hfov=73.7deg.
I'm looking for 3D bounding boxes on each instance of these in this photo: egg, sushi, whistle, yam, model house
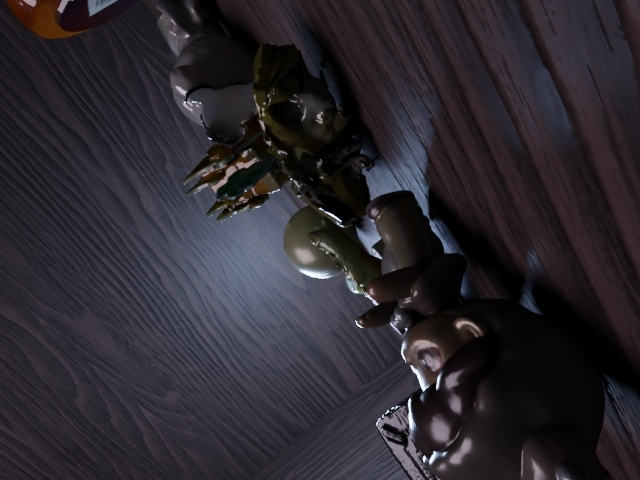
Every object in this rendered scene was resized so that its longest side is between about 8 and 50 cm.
[{"bbox_3d":[0.000,0.000,1.252,0.219,0.219,0.269,52,175,-9],"label":"egg"},{"bbox_3d":[-0.007,-0.150,0.613,0.291,0.131,0.139,46,-155,-44],"label":"sushi"},{"bbox_3d":[0.146,0.101,1.572,0.123,0.122,0.223,-145,37,-80],"label":"whistle"},{"bbox_3d":[-0.002,-0.115,1.139,0.083,0.083,0.371,53,173,-27],"label":"yam"},{"bbox_3d":[-0.153,-0.145,1.040,0.243,0.312,0.358,51,177,-32],"label":"model house"}]

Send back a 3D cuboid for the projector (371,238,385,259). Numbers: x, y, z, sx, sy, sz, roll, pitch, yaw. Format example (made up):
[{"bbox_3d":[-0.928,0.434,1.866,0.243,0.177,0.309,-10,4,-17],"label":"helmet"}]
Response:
[{"bbox_3d":[0.208,0.131,0.952,0.259,0.079,0.257,49,175,18],"label":"projector"}]

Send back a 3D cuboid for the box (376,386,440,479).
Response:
[{"bbox_3d":[0.350,0.525,1.074,0.350,0.359,0.091,52,-149,18],"label":"box"}]

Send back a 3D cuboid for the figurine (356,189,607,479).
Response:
[{"bbox_3d":[0.168,0.117,0.507,0.248,0.202,0.381,92,156,-62],"label":"figurine"}]

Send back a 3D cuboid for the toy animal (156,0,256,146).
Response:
[{"bbox_3d":[-0.248,-0.392,0.906,0.358,0.193,0.258,59,-171,18],"label":"toy animal"}]

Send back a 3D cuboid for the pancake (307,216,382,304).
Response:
[{"bbox_3d":[0.133,0.074,0.707,0.376,0.054,0.197,33,-167,-31],"label":"pancake"}]

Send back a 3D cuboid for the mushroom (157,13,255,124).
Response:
[{"bbox_3d":[-0.305,-0.474,1.228,0.177,0.126,0.397,33,159,55],"label":"mushroom"}]

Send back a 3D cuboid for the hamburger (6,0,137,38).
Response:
[{"bbox_3d":[-0.441,-0.531,0.725,0.250,0.329,0.330,55,176,-21],"label":"hamburger"}]

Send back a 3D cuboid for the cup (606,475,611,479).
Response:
[{"bbox_3d":[0.450,0.438,0.718,0.074,0.099,0.102,50,177,25],"label":"cup"}]

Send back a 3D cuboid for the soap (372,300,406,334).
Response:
[{"bbox_3d":[0.283,0.283,1.756,0.203,0.065,0.122,52,177,-3],"label":"soap"}]
